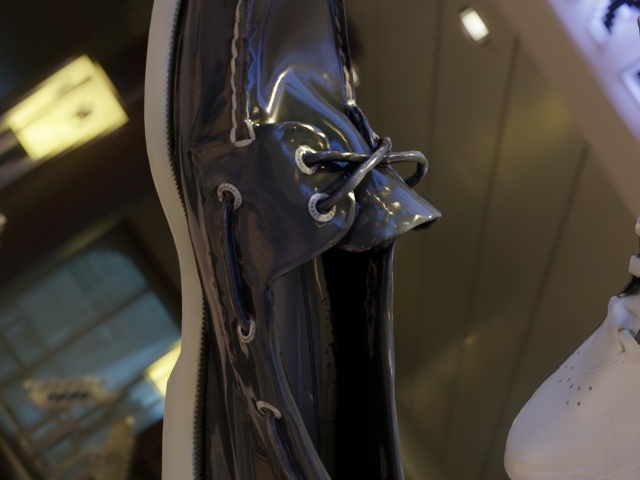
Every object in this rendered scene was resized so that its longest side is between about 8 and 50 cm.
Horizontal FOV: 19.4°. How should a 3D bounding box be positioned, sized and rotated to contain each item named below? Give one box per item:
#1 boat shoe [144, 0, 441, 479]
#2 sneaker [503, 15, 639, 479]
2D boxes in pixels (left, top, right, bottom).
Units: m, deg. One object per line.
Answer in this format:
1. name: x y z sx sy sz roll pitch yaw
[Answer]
1. boat shoe: -0.002 0.001 0.822 0.113 0.127 0.340 9 -78 30
2. sneaker: 0.134 -0.008 0.703 0.153 0.235 0.094 45 21 -25
